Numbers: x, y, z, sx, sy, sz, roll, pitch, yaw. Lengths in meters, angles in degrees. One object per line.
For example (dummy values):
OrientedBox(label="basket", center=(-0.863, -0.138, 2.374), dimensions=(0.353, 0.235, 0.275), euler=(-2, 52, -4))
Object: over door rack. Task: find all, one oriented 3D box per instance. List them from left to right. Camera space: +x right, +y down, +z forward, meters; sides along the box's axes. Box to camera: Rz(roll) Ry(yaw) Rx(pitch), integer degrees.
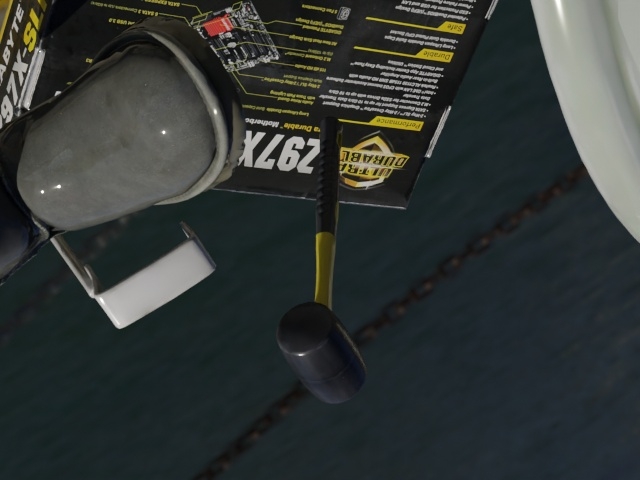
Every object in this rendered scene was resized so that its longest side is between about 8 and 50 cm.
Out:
OrientedBox(label="over door rack", center=(-0.218, -0.078, 0.843), dimensions=(0.108, 0.239, 0.324), euler=(-43, -151, -16))

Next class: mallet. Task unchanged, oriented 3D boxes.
OrientedBox(label="mallet", center=(0.000, 0.000, 1.014), dimensions=(0.039, 0.189, 0.062), euler=(-11, 150, 18))

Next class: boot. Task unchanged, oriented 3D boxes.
OrientedBox(label="boot", center=(-0.145, 0.005, 0.637), dimensions=(0.208, 0.076, 0.190), euler=(-32, -178, -36))

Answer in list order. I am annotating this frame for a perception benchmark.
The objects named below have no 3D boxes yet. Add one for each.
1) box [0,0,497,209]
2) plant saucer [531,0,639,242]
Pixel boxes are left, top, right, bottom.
OrientedBox(label="box", center=(-0.041, -0.158, 1.158), dimensions=(0.322, 0.079, 0.257), euler=(5, 125, -29))
OrientedBox(label="plant saucer", center=(0.196, -0.184, 0.648), dimensions=(0.101, 0.400, 0.400), euler=(5, -175, 32))
